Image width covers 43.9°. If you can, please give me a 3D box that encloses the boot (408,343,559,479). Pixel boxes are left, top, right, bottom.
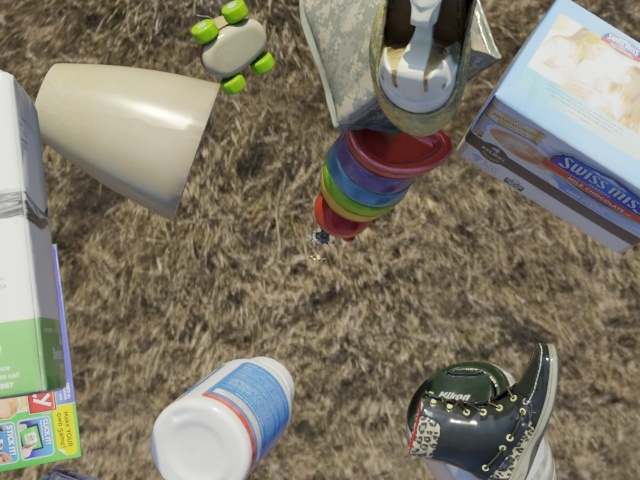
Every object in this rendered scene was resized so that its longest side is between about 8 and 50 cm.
[{"bbox_3d":[0.242,0.247,1.179,0.179,0.085,0.236,16,99,5],"label":"boot"}]

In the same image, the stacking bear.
[{"bbox_3d":[0.074,-0.104,1.392,0.175,0.164,0.289,45,146,9],"label":"stacking bear"}]

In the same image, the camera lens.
[{"bbox_3d":[0.303,0.379,1.486,0.219,0.219,0.274,-28,119,8],"label":"camera lens"}]

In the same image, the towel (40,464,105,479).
[{"bbox_3d":[-0.414,0.552,1.356,0.317,0.053,0.331,35,96,-37],"label":"towel"}]

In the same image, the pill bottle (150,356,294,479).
[{"bbox_3d":[-0.107,0.220,0.990,0.124,0.221,0.124,3,100,17],"label":"pill bottle"}]

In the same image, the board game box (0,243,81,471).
[{"bbox_3d":[-0.473,0.174,1.148,0.214,0.046,0.317,-7,93,-16],"label":"board game box"}]

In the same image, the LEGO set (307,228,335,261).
[{"bbox_3d":[0.002,0.001,1.518,0.054,0.083,0.023,-3,147,-6],"label":"LEGO set"}]

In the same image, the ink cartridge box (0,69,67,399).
[{"bbox_3d":[-0.273,0.006,0.549,0.160,0.092,0.219,-7,83,-8],"label":"ink cartridge box"}]

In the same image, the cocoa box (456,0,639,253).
[{"bbox_3d":[0.448,-0.182,1.311,0.347,0.228,0.231,33,74,4],"label":"cocoa box"}]

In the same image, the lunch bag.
[{"bbox_3d":[0.101,-0.336,1.187,0.169,0.287,0.235,-3,158,-40],"label":"lunch bag"}]

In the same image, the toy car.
[{"bbox_3d":[-0.210,-0.422,1.681,0.149,0.188,0.155,-37,127,-11],"label":"toy car"}]

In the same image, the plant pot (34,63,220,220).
[{"bbox_3d":[-0.345,-0.199,1.381,0.274,0.256,0.256,19,114,-9],"label":"plant pot"}]

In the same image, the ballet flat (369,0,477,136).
[{"bbox_3d":[0.113,-0.236,0.859,0.123,0.123,0.348,-1,134,-7],"label":"ballet flat"}]
